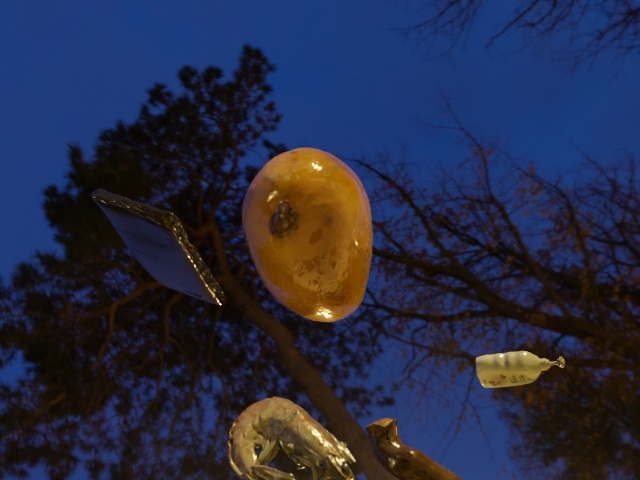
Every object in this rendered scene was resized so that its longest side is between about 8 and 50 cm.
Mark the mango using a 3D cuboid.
[{"bbox_3d":[0.000,0.000,0.693,0.119,0.317,0.176,-7,-108,10],"label":"mango"}]

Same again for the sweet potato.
[{"bbox_3d":[0.219,0.493,1.413,0.112,0.286,0.085,-48,-25,-31],"label":"sweet potato"}]

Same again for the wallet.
[{"bbox_3d":[-0.213,0.019,0.866,0.244,0.124,0.025,76,-144,-60],"label":"wallet"}]

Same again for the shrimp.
[{"bbox_3d":[-0.040,0.286,0.842,0.126,0.223,0.047,-37,-49,-26],"label":"shrimp"}]

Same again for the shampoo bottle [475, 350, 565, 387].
[{"bbox_3d":[0.362,0.229,1.153,0.077,0.152,0.045,56,-149,-38],"label":"shampoo bottle"}]
